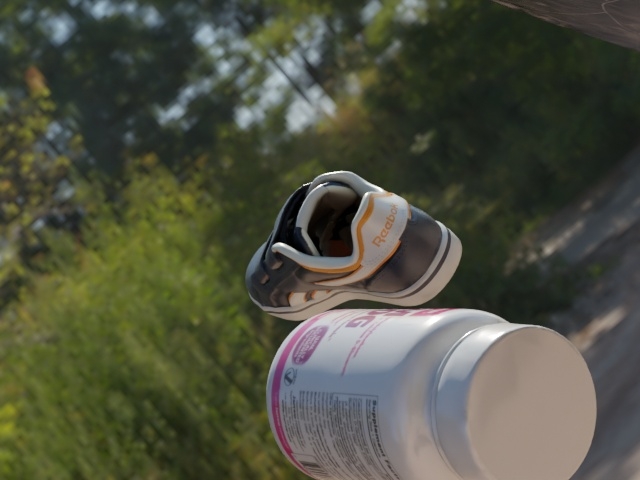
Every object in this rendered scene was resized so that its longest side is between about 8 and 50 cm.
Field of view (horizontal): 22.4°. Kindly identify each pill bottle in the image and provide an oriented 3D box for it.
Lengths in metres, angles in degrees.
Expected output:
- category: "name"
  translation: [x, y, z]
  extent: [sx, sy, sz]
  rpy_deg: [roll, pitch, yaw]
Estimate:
- category: "pill bottle"
  translation: [0.090, 0.137, 1.372]
  extent: [0.160, 0.160, 0.283]
  rpy_deg: [-40, 19, -28]

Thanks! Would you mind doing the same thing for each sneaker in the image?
- category: "sneaker"
  translation: [0.000, 0.000, 1.662]
  extent: [0.321, 0.127, 0.126]
  rpy_deg: [-10, 50, 54]

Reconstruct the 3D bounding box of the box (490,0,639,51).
- category: "box"
  translation: [0.245, -0.294, 1.064]
  extent: [0.472, 0.480, 0.297]
  rpy_deg: [-152, 78, -73]
